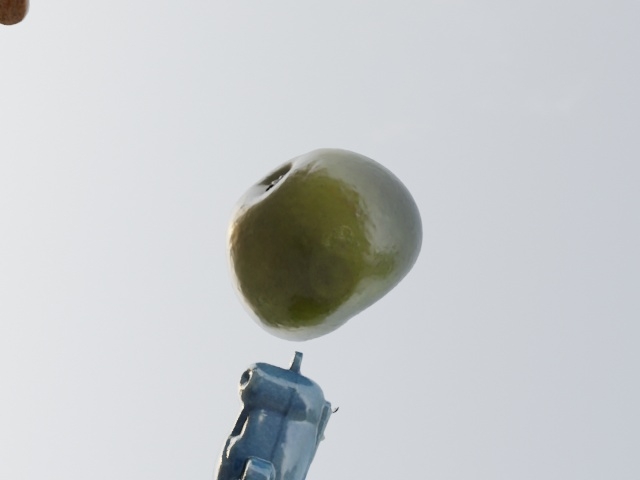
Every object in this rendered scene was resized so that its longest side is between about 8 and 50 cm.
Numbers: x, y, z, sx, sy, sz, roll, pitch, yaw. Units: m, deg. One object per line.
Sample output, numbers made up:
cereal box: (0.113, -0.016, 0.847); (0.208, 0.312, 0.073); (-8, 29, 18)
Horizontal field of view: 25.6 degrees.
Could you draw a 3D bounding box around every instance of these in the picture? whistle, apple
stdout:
whistle: (-0.066, 0.225, 1.253); (0.093, 0.180, 0.269); (24, -99, -5)
apple: (0.000, 0.000, 1.351); (0.196, 0.196, 0.157); (-27, -74, 39)

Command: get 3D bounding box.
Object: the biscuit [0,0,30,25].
biscuit: (-0.319, -0.395, 1.646); (0.324, 0.049, 0.205); (-36, -75, 26)
